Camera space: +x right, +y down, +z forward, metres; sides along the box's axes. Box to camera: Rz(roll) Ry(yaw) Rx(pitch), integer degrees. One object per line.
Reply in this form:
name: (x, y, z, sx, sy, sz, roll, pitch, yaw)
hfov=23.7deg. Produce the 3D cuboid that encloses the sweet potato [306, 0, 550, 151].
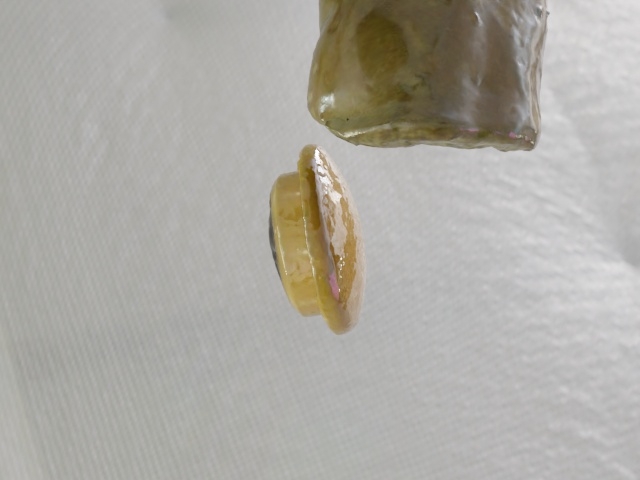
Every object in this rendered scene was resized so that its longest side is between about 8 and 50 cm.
sweet potato: (0.072, -0.186, 1.005, 0.158, 0.158, 0.369, 8, -124, -8)

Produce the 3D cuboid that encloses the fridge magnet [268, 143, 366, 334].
fridge magnet: (0.000, 0.000, 1.123, 0.063, 0.143, 0.143, -10, -131, 11)
